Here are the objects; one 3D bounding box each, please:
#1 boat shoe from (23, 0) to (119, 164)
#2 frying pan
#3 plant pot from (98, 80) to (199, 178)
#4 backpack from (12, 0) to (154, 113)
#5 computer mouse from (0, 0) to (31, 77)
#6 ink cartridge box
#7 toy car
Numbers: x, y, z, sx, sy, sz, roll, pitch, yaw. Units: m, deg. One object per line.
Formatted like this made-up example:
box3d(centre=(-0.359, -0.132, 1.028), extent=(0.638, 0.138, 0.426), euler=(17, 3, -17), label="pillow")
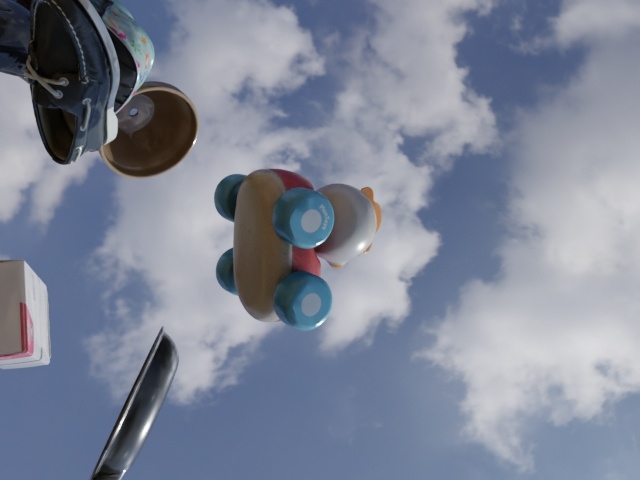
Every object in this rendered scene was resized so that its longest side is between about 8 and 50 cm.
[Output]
box3d(centre=(-0.323, -0.197, 0.816), extent=(0.114, 0.091, 0.303), euler=(39, -28, 11), label="boat shoe")
box3d(centre=(-0.222, 0.227, 0.705), extent=(0.053, 0.326, 0.197), euler=(25, -65, -11), label="frying pan")
box3d(centre=(-0.405, -0.265, 1.449), extent=(0.110, 0.237, 0.237), euler=(47, -69, 35), label="plant pot")
box3d(centre=(-0.450, -0.366, 1.212), extent=(0.253, 0.191, 0.225), euler=(39, -58, -16), label="backpack")
box3d(centre=(-0.474, -0.291, 0.876), extent=(0.072, 0.272, 0.189), euler=(-45, -108, 29), label="computer mouse")
box3d(centre=(-0.539, 0.135, 1.120), extent=(0.218, 0.092, 0.159), euler=(127, -44, -70), label="ink cartridge box")
box3d(centre=(0.000, 0.000, 0.913), extent=(0.219, 0.237, 0.211), euler=(18, -70, 56), label="toy car")
